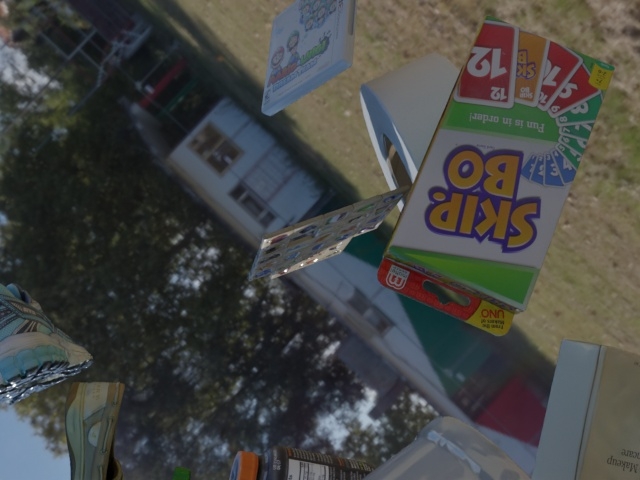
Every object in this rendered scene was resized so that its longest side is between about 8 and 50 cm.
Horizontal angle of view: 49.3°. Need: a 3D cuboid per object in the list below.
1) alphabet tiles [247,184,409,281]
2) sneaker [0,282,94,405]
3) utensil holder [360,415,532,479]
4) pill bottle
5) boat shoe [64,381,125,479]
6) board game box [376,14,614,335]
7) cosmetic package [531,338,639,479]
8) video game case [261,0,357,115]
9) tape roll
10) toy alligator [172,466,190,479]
[{"bbox_3d":[0.000,0.000,0.951,0.009,0.198,0.237,66,163,12],"label":"alphabet tiles"},{"bbox_3d":[-0.335,0.109,0.793,0.122,0.110,0.283,62,160,5],"label":"sneaker"},{"bbox_3d":[0.080,0.440,0.767,0.328,0.385,0.328,52,164,22],"label":"utensil holder"},{"bbox_3d":[-0.031,0.424,1.188,0.245,0.131,0.130,15,-175,-12],"label":"pill bottle"},{"bbox_3d":[-0.191,0.194,0.615,0.056,0.048,0.153,-117,26,-72],"label":"boat shoe"},{"bbox_3d":[0.151,-0.059,0.602,0.124,0.259,0.039,23,171,3],"label":"board game box"},{"bbox_3d":[0.457,0.333,1.147,0.160,0.310,0.113,16,172,-20],"label":"cosmetic package"},{"bbox_3d":[-0.014,-0.240,0.834,0.019,0.143,0.157,20,155,-35],"label":"video game case"},{"bbox_3d":[0.151,-0.085,0.882,0.286,0.100,0.286,157,90,-89],"label":"tape roll"},{"bbox_3d":[-0.135,0.284,0.575,0.056,0.190,0.051,13,-175,4],"label":"toy alligator"}]
